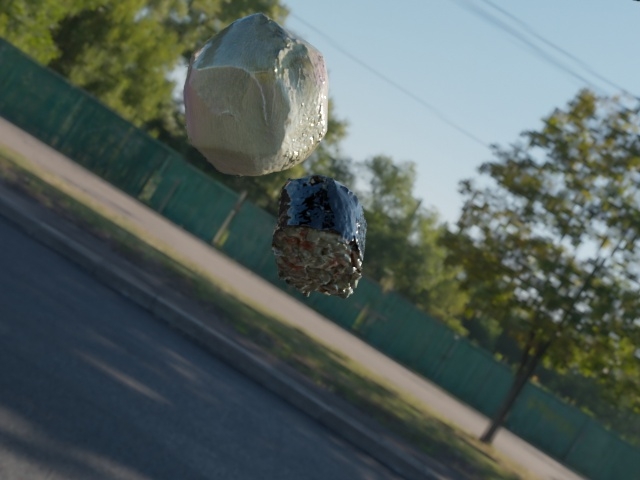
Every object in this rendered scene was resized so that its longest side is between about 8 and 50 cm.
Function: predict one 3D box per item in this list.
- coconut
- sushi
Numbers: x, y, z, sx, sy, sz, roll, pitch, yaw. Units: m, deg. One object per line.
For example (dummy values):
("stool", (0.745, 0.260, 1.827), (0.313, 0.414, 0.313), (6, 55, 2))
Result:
("coconut", (-0.099, -0.224, 1.606), (0.227, 0.230, 0.227), (-5, 24, 2))
("sushi", (0.000, 0.000, 1.024), (0.090, 0.078, 0.150), (7, -26, 7))
